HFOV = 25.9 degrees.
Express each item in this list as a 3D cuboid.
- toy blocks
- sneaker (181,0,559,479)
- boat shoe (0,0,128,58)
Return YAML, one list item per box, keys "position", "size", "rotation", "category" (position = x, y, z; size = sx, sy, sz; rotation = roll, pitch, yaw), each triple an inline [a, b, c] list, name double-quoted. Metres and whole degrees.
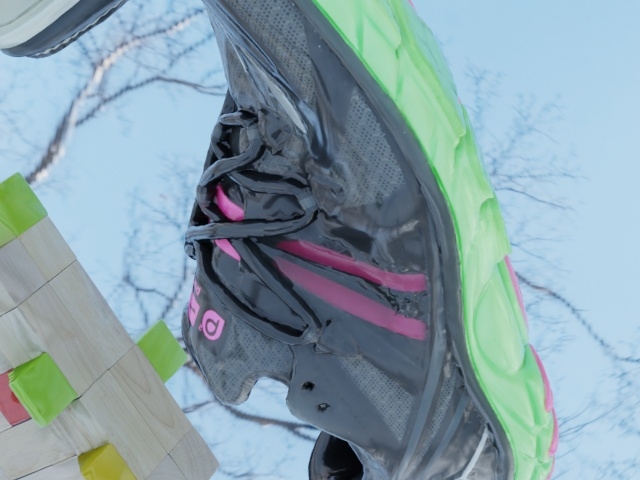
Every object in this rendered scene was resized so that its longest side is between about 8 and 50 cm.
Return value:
- position: [-0.285, 0.160, 1.318]
  size: [0.261, 0.191, 0.381]
  rotation: [-25, -77, 35]
  category: "toy blocks"
- position: [0.000, 0.000, 0.817]
  size: [0.202, 0.185, 0.482]
  rotation: [-21, -61, 1]
  category: "sneaker"
- position: [-0.071, -0.222, 0.853]
  size: [0.127, 0.113, 0.340]
  rotation: [19, -112, 41]
  category: "boat shoe"
